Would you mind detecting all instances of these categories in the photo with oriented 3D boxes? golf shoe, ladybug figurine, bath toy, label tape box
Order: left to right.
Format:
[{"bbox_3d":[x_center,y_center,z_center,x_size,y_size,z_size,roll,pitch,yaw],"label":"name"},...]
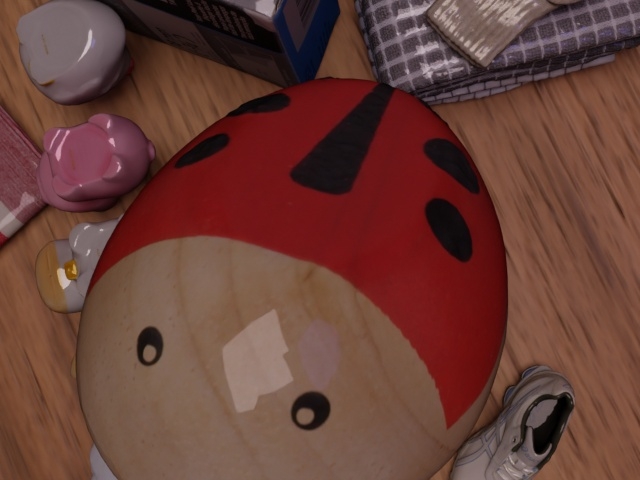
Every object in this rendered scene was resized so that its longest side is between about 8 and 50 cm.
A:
[{"bbox_3d":[-0.208,-0.051,0.713,0.151,0.129,0.348,-12,86,12],"label":"bath toy"},{"bbox_3d":[-0.158,-0.257,0.667,0.334,0.240,0.106,22,89,5],"label":"label tape box"},{"bbox_3d":[0.000,0.000,0.561,0.305,0.449,0.162,16,126,6],"label":"ladybug figurine"},{"bbox_3d":[0.175,0.197,0.693,0.069,0.086,0.176,29,90,3],"label":"golf shoe"}]

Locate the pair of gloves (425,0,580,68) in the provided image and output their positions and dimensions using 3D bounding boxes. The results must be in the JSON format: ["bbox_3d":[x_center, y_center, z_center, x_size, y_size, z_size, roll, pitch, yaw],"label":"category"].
[{"bbox_3d":[0.143,-0.292,0.633,0.204,0.042,0.240,-36,87,2],"label":"pair of gloves"}]

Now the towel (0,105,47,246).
[{"bbox_3d":[-0.454,-0.033,0.772,0.329,0.037,0.237,-43,87,1],"label":"towel"}]

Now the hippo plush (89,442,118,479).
[{"bbox_3d":[-0.084,0.244,0.647,0.237,0.234,0.294,-4,68,33],"label":"hippo plush"}]

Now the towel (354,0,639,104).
[{"bbox_3d":[0.169,-0.266,0.707,0.284,0.121,0.235,-15,86,2],"label":"towel"}]
